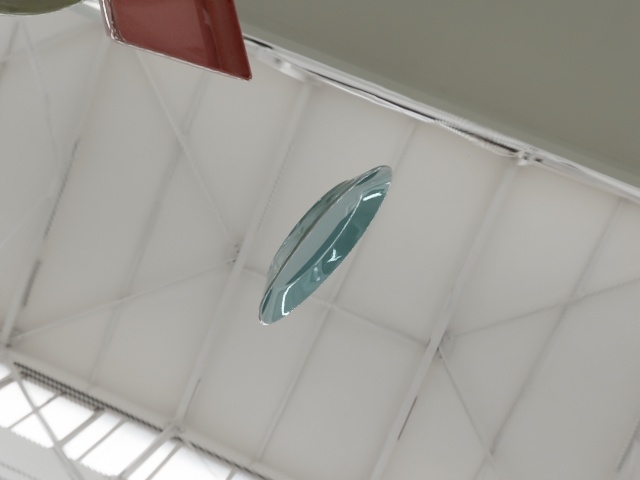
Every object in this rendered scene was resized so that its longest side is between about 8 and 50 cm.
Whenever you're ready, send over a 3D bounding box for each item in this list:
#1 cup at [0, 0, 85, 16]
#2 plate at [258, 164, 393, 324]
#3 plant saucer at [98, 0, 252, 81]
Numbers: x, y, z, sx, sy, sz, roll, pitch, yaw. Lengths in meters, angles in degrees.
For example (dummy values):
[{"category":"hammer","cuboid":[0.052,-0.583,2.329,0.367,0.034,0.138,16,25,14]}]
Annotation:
[{"category":"cup","cuboid":[-0.261,-0.313,0.640,0.331,0.331,0.237,-45,-122,11]},{"category":"plate","cuboid":[0.000,0.000,0.764,0.024,0.188,0.188,40,-79,14]},{"category":"plant saucer","cuboid":[-0.207,-0.338,1.058,0.047,0.258,0.259,-20,-101,29]}]
